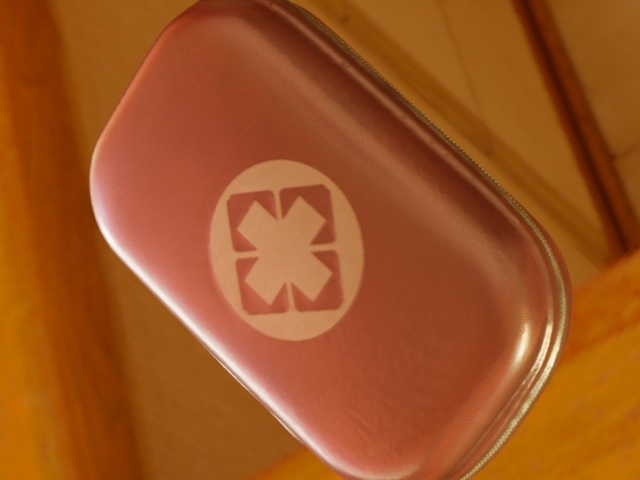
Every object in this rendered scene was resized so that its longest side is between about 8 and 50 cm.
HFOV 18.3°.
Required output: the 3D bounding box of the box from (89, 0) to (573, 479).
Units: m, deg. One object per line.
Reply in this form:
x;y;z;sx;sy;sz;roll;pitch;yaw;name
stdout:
0.000;0.000;1.463;0.404;0.108;0.263;43;118;20;box
